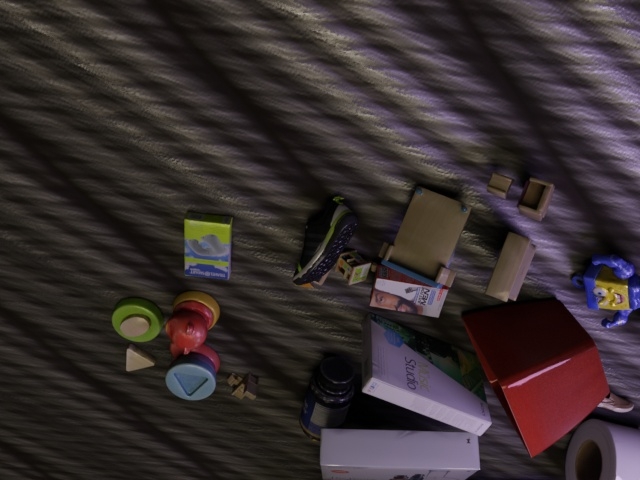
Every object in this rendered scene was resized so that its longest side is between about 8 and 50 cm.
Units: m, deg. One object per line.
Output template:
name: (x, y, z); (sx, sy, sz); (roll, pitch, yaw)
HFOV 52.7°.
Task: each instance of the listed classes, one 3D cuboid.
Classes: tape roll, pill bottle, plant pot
tape roll: (0.795, 0.618, 1.734); (0.169, 0.246, 0.246); (14, 123, -5)
pill bottle: (0.022, 0.419, 1.719); (0.122, 0.123, 0.219); (11, 123, -4)
plant pot: (0.522, 0.296, 1.544); (0.235, 0.267, 0.267); (-26, 119, 5)

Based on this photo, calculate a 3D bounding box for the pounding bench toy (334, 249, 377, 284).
pounding bench toy: (0.084, 0.057, 1.517); (0.083, 0.065, 0.052); (-13, 132, -36)

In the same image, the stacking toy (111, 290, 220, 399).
stacking toy: (-0.398, 0.285, 1.650); (0.279, 0.130, 0.309); (2, 123, 2)

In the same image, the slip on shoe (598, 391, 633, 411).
slip on shoe: (0.770, 0.421, 1.725); (0.135, 0.051, 0.041); (11, 112, 3)

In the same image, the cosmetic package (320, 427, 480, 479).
cosmetic package: (0.189, 0.552, 1.645); (0.377, 0.097, 0.284); (1, 151, 2)

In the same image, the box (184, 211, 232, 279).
box: (-0.265, 0.022, 1.521); (0.109, 0.042, 0.178); (6, 123, -1)

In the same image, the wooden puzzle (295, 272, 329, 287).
wooden puzzle: (-0.015, 0.073, 1.557); (0.078, 0.014, 0.116); (16, 122, -8)

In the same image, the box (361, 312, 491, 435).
box: (0.252, 0.320, 1.575); (0.322, 0.232, 0.058); (24, 122, -13)

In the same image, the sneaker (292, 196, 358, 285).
sneaker: (0.000, 0.000, 1.477); (0.097, 0.084, 0.235); (49, 118, 24)

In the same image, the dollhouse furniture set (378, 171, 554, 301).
dollhouse furniture set: (0.321, -0.029, 1.439); (0.303, 0.198, 0.286); (22, 94, 21)

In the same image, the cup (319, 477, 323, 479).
cup: (0.124, 0.747, 1.846); (0.331, 0.331, 0.237); (-41, 86, 25)

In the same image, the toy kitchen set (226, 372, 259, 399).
toy kitchen set: (-0.221, 0.404, 1.750); (0.068, 0.075, 0.083); (35, 114, -17)

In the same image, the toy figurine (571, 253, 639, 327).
toy figurine: (0.704, 0.112, 1.501); (0.217, 0.191, 0.362); (7, 138, 35)

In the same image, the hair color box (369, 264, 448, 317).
hair color box: (0.206, 0.119, 1.516); (0.167, 0.053, 0.093); (10, 129, 1)
